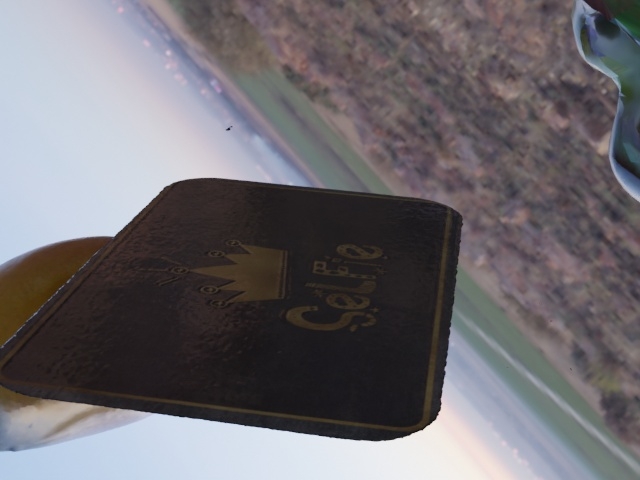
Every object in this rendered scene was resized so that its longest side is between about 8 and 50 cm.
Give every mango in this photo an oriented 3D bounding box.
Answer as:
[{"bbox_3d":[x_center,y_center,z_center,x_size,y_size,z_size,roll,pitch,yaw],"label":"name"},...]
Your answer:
[{"bbox_3d":[-0.188,0.073,0.757,0.151,0.221,0.120,60,144,26],"label":"mango"}]

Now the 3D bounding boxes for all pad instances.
[{"bbox_3d":[0.001,0.001,0.663,0.315,0.063,0.375,7,-158,7],"label":"pad"}]

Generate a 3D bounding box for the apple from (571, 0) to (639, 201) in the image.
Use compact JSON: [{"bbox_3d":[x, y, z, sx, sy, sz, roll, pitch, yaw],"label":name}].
[{"bbox_3d":[0.302,-0.153,0.590,0.374,0.374,0.384,48,161,-9],"label":"apple"}]
